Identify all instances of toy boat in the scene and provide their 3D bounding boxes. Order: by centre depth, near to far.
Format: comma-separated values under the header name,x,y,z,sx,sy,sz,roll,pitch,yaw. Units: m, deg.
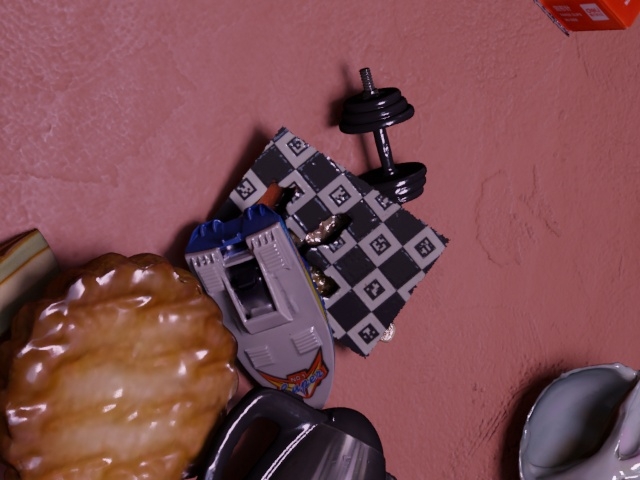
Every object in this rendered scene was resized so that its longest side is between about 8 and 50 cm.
name,x,y,z,sx,sy,sz,roll,pitch,yaw
toy boat,-0.054,0.104,1.609,0.129,0.088,0.295,-19,120,9

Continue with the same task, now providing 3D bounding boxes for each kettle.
name,x,y,z,sx,sy,sz,roll,pitch,yaw
kettle,-0.030,0.326,1.625,0.251,0.207,0.271,27,76,2

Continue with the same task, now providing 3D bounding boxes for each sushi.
name,x,y,z,sx,sy,sz,roll,pitch,yaw
sushi,0.000,0.000,1.657,0.279,0.043,0.192,33,96,-19

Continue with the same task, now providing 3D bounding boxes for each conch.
name,x,y,z,sx,sy,sz,roll,pitch,yaw
conch,0.374,0.357,1.848,0.249,0.197,0.368,31,84,9

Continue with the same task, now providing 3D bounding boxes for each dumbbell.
name,x,y,z,sx,sy,sz,roll,pitch,yaw
dumbbell,0.081,-0.120,1.667,0.099,0.099,0.208,-23,108,-25

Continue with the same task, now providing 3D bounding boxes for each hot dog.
name,x,y,z,sx,sy,sz,roll,pitch,yaw
hot dog,0.054,0.107,1.717,0.090,0.034,0.030,21,87,-8

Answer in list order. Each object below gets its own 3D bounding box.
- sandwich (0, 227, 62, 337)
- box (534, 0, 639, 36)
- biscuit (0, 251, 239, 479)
name,x,y,z,sx,sy,sz,roll,pitch,yaw
sandwich,-0.350,0.059,1.438,0.163,0.113,0.079,-29,110,-24
box,0.399,-0.382,1.793,0.099,0.133,0.182,40,78,-25
biscuit,-0.242,0.168,1.497,0.326,0.107,0.325,-12,109,-39
